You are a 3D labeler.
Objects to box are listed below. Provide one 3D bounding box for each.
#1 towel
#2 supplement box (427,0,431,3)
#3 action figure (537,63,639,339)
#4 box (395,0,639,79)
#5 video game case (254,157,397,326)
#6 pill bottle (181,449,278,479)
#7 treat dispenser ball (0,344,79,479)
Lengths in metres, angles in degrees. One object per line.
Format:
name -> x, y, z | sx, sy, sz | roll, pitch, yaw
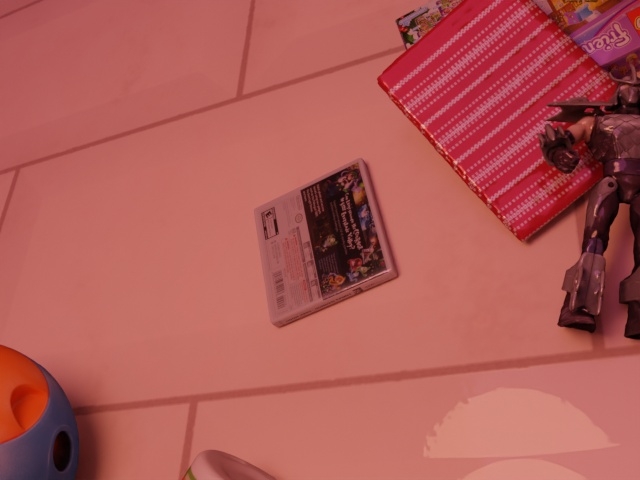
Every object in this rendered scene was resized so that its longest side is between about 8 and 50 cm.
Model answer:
towel -> 0.218, -0.160, 0.860 | 0.199, 0.031, 0.275 | -41, 73, 9
supplement box -> 0.175, -0.312, 1.044 | 0.098, 0.036, 0.062 | -50, 51, -4
action figure -> 0.308, -0.047, 0.743 | 0.185, 0.099, 0.285 | 5, 77, 14
box -> 0.261, -0.257, 0.922 | 0.293, 0.057, 0.201 | -25, 64, 16
video game case -> 0.000, 0.000, 0.970 | 0.173, 0.022, 0.190 | -25, 51, 17
pill bottle -> -0.127, 0.353, 0.748 | 0.136, 0.136, 0.246 | 28, 85, 39
treat dispenser ball -> -0.444, 0.264, 0.901 | 0.288, 0.288, 0.288 | -15, 56, 23
